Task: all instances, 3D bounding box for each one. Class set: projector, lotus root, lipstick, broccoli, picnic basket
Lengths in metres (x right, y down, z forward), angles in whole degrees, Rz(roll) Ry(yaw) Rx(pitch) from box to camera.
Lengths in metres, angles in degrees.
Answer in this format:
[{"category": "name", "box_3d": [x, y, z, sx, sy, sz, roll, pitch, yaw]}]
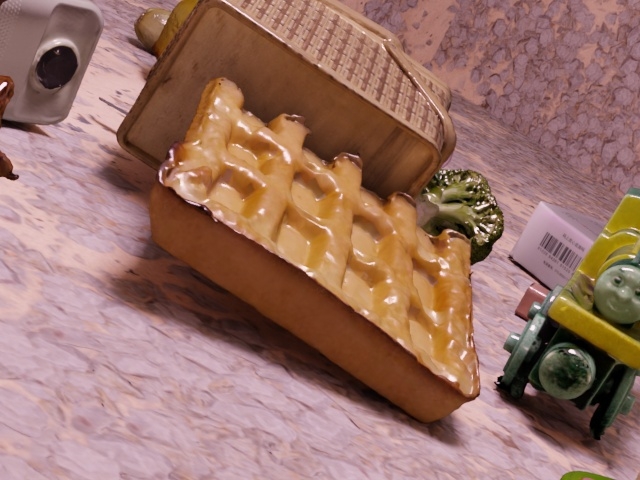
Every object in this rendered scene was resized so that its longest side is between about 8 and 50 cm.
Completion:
[{"category": "projector", "box_3d": [-0.364, -0.229, 1.463, 0.177, 0.163, 0.242, 38, 19, 32]}, {"category": "lotus root", "box_3d": [-0.225, -0.332, 2.292, 0.183, 0.077, 0.090, 20, 5, -30]}, {"category": "lipstick", "box_3d": [0.327, 0.110, 1.777, 0.145, 0.045, 0.045, 31, 15, 13]}, {"category": "broccoli", "box_3d": [0.165, -0.023, 1.750, 0.162, 0.146, 0.138, 33, 11, 37]}, {"category": "picnic basket", "box_3d": [-0.029, -0.138, 1.502, 0.313, 0.228, 0.175, 33, 32, -10]}]

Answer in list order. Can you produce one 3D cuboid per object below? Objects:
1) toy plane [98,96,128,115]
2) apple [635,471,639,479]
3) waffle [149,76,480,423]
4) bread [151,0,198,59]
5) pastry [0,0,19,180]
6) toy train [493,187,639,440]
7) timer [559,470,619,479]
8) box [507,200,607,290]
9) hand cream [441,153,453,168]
[{"category": "toy plane", "box_3d": [-0.165, -0.118, 1.656, 0.226, 0.058, 0.226, 25, 17, -13]}, {"category": "apple", "box_3d": [0.243, 0.279, 0.715, 0.252, 0.314, 0.309, -19, 17, -6]}, {"category": "waffle", "box_3d": [0.001, 0.000, 1.298, 0.348, 0.077, 0.304, 35, 25, -12]}, {"category": "bread", "box_3d": [-0.125, -0.258, 2.070, 0.270, 0.148, 0.270, 29, 10, -6]}, {"category": "pastry", "box_3d": [-0.363, -0.131, 0.861, 0.337, 0.292, 0.405, 42, 7, 20]}, {"category": "toy train", "box_3d": [0.316, 0.071, 1.491, 0.150, 0.237, 0.369, 32, 14, 10]}, {"category": "timer", "box_3d": [0.263, 0.247, 1.140, 0.128, 0.047, 0.140, 19, 16, -25]}, {"category": "box", "box_3d": [0.465, 0.056, 2.116, 0.299, 0.106, 0.200, 14, 21, -41]}, {"category": "hand cream", "box_3d": [0.083, -0.109, 1.905, 0.133, 0.083, 0.248, 23, -22, -29]}]
